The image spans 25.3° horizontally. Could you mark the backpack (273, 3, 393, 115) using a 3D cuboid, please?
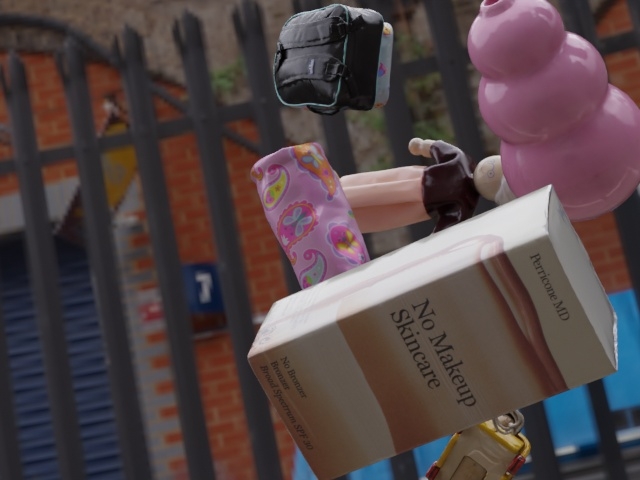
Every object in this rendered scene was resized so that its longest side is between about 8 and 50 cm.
[{"bbox_3d":[0.018,-0.273,2.193,0.144,0.165,0.188,4,-1,-43],"label":"backpack"}]

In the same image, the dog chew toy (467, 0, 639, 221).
[{"bbox_3d":[0.308,-0.188,1.927,0.207,0.332,0.206,-27,25,14],"label":"dog chew toy"}]

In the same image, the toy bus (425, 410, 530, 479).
[{"bbox_3d":[0.218,0.273,1.854,0.202,0.191,0.104,-7,21,38],"label":"toy bus"}]

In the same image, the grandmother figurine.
[{"bbox_3d":[0.168,-0.072,2.200,0.342,0.207,0.104,-11,-17,21],"label":"grandmother figurine"}]

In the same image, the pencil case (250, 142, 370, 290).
[{"bbox_3d":[0.000,0.000,2.056,0.124,0.284,0.124,-23,-12,-5],"label":"pencil case"}]

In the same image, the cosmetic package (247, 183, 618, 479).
[{"bbox_3d":[0.104,0.086,1.289,0.296,0.153,0.129,-25,15,19],"label":"cosmetic package"}]
